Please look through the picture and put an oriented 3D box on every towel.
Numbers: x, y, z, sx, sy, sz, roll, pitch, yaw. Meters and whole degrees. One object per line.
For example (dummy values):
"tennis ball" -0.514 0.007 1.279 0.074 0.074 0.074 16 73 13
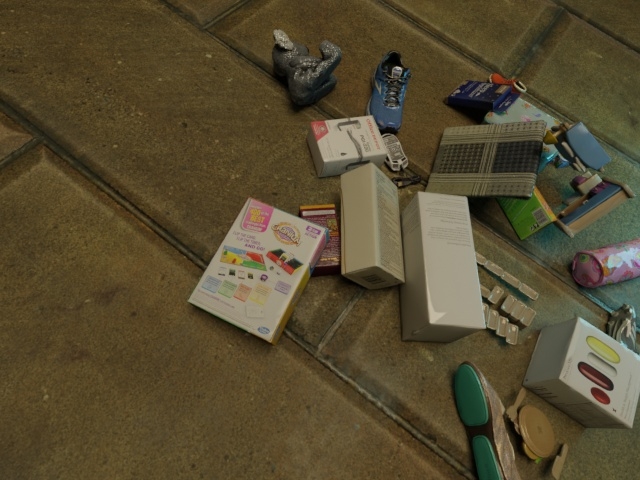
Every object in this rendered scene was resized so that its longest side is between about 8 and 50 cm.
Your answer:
"towel" 0.519 -0.251 1.302 0.324 0.056 0.312 6 61 33

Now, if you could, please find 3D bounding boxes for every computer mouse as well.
"computer mouse" 0.250 -0.262 1.345 0.105 0.042 0.193 -18 75 -13

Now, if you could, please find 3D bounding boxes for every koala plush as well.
"koala plush" -0.076 -0.579 1.353 0.221 0.196 0.203 43 75 6

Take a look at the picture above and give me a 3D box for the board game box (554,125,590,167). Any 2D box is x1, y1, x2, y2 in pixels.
"board game box" 0.929 -0.347 1.515 0.201 0.035 0.136 -14 68 -16

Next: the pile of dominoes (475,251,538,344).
"pile of dominoes" 0.497 0.167 1.205 0.251 0.040 0.196 37 64 17

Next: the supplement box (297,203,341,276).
"supplement box" 0.000 0.000 1.150 0.103 0.081 0.188 -5 66 -12

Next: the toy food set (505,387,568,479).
"toy food set" 0.540 0.487 1.042 0.132 0.038 0.192 -28 80 -41

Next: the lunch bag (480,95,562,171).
"lunch bag" 0.717 -0.372 1.437 0.279 0.108 0.224 43 65 17

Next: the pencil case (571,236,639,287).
"pencil case" 0.930 0.066 1.280 0.283 0.124 0.124 -11 68 -17

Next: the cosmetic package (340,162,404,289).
"cosmetic package" 0.142 -0.037 1.139 0.160 0.113 0.310 32 50 -45

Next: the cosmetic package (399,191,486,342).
"cosmetic package" 0.308 0.076 1.110 0.155 0.197 0.366 5 66 -9

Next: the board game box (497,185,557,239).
"board game box" 0.631 -0.144 1.313 0.039 0.124 0.260 -13 68 -29

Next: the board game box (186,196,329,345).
"board game box" -0.151 0.070 1.045 0.242 0.064 0.317 23 71 15

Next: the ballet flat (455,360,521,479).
"ballet flat" 0.416 0.461 1.016 0.106 0.107 0.316 6 68 -30

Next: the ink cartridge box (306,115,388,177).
"ink cartridge box" 0.083 -0.300 1.302 0.217 0.092 0.159 -10 68 -17

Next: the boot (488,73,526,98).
"boot" 0.717 -0.598 1.567 0.059 0.085 0.158 -30 72 -20

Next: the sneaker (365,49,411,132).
"sneaker" 0.232 -0.515 1.400 0.129 0.147 0.330 6 65 -8

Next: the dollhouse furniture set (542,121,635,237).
"dollhouse furniture set" 0.737 -0.211 1.273 0.198 0.286 0.303 -39 97 20

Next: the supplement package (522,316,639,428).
"supplement package" 0.692 0.349 1.080 0.203 0.149 0.194 33 64 5

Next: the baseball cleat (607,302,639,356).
"baseball cleat" 0.893 0.291 1.201 0.109 0.072 0.206 40 68 -6

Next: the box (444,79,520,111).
"box" 0.582 -0.522 1.470 0.225 0.037 0.136 26 58 37
